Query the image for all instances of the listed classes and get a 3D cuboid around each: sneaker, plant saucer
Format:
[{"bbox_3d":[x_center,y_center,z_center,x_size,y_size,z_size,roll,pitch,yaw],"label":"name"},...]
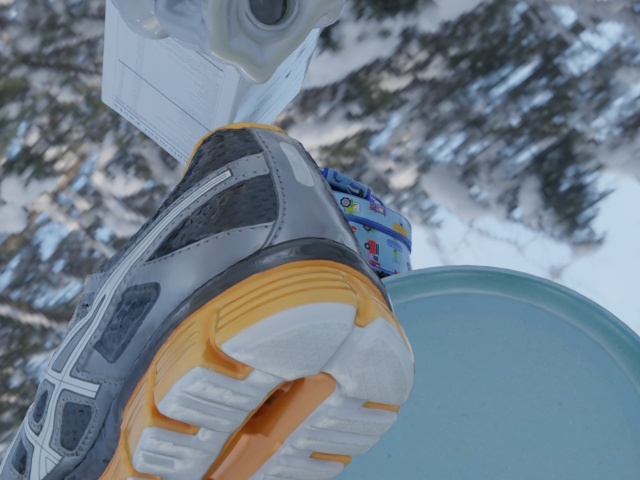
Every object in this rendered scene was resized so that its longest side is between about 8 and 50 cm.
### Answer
[{"bbox_3d":[-0.048,0.053,0.406,0.084,0.215,0.083,14,-133,-33],"label":"sneaker"},{"bbox_3d":[0.102,0.166,0.975,0.317,0.317,0.043,49,-165,-4],"label":"plant saucer"}]

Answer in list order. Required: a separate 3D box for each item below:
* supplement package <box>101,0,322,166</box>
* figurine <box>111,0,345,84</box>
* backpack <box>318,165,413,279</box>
[{"bbox_3d":[-0.090,-0.172,1.179,0.139,0.244,0.134,39,-111,4],"label":"supplement package"},{"bbox_3d":[-0.120,-0.177,0.820,0.215,0.209,0.092,30,-94,-33],"label":"figurine"},{"bbox_3d":[0.000,0.000,1.164,0.158,0.173,0.116,24,-110,-30],"label":"backpack"}]
